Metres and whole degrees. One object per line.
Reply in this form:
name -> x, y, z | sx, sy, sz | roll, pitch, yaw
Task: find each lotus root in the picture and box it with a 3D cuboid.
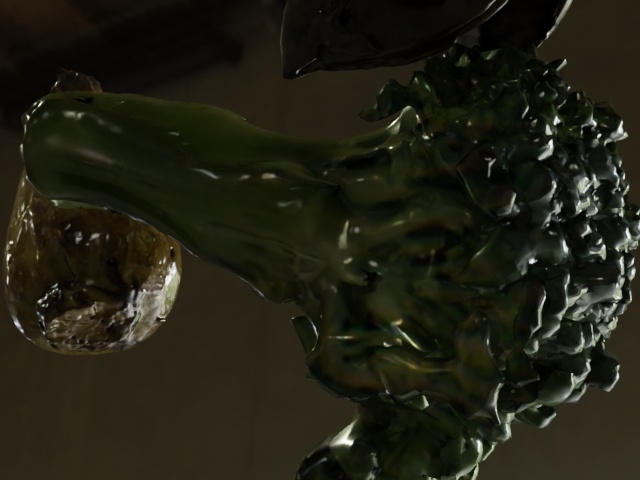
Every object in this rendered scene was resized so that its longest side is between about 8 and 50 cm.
lotus root -> -0.139, -0.016, 1.196 | 0.108, 0.191, 0.094 | -15, -37, 11

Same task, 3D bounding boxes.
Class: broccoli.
broccoli -> 0.006, 0.018, 0.885 | 0.274, 0.199, 0.177 | -5, 11, 19

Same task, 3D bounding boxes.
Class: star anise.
star anise -> 0.094, -0.160, 0.840 | 0.282, 0.129, 0.212 | -41, -21, 13
